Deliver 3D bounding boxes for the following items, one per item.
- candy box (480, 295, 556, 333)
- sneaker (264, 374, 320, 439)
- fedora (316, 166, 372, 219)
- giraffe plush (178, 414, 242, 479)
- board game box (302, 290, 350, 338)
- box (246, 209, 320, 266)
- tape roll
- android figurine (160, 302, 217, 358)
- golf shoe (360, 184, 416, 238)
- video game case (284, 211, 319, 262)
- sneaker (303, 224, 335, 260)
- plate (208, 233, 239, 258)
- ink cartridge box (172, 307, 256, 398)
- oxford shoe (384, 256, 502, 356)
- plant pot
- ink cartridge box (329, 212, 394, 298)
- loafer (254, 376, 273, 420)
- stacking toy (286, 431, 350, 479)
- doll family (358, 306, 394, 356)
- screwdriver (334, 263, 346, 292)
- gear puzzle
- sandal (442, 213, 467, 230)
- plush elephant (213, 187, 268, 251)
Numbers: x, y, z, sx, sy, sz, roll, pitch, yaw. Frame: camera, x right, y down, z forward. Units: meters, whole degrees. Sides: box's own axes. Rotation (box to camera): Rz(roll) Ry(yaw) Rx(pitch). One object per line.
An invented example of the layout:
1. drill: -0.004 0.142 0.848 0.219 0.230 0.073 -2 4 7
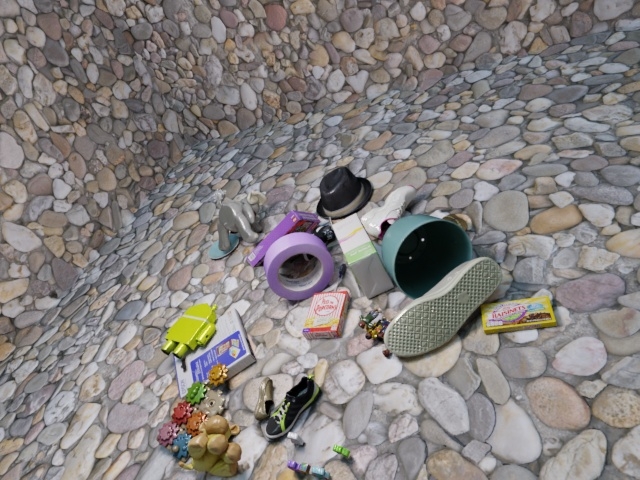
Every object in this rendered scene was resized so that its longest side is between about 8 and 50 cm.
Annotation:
1. candy box: 0.609 0.231 1.386 0.205 0.027 0.105 -12 35 21
2. sneaker: -0.103 0.527 1.441 0.234 0.097 0.084 -44 37 -21
3. fedora: 0.097 -0.261 2.247 0.333 0.153 0.334 -18 37 14
4. giraffe plush: -0.335 0.644 1.431 0.210 0.181 0.170 -52 13 28
5. board game box: 0.025 0.283 1.705 0.146 0.045 0.194 -9 39 25
6. box: -0.152 -0.004 1.875 0.293 0.201 0.057 -44 73 19
7. tape roll: -0.088 0.106 1.804 0.274 0.275 0.090 -27 35 2
8. android figurine: -0.539 0.367 1.868 0.248 0.056 0.273 -1 41 38
9. golf shoe: 0.323 -0.120 1.971 0.306 0.115 0.140 -40 47 -5
10. video game case: -0.118 -0.001 2.107 0.196 0.026 0.274 -31 22 48
11. sneaker: 0.000 0.000 2.048 0.121 0.079 0.217 -9 39 26
12. plate: -0.518 0.037 2.406 0.188 0.024 0.188 -18 36 14
13. ink cartridge box: -0.433 0.453 1.791 0.307 0.072 0.304 -34 36 -3
14. oxford shoe: 0.399 0.219 1.468 0.449 0.169 0.130 -39 1 -3
15. plant pot: 0.351 0.039 1.599 0.293 0.293 0.235 -31 22 -4
16. ink cartridge box: 0.156 0.037 1.783 0.119 0.207 0.353 -27 35 5
17. loafer: -0.183 0.540 1.522 0.050 0.056 0.148 -9 49 24
18. stacking toy: -0.033 0.659 1.275 0.221 0.052 0.167 -1 45 31
19. doll family: 0.209 0.315 1.517 0.111 0.076 0.193 -39 39 -22
20. screwdriver: 0.073 0.163 1.845 0.025 0.024 0.170 19 53 10
21. gear puzzle: -0.433 0.586 1.576 0.175 0.044 0.339 19 64 32
22. sandal: 0.540 -0.058 1.786 0.072 0.049 0.180 -20 21 3
23. plush elephant: -0.404 -0.124 2.334 0.271 0.330 0.255 -24 -6 36
